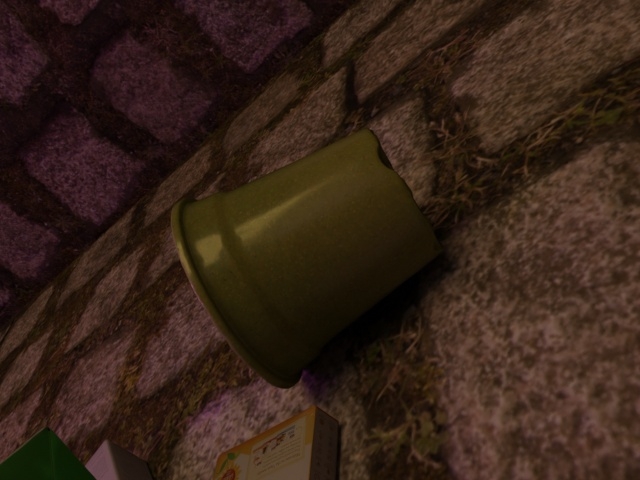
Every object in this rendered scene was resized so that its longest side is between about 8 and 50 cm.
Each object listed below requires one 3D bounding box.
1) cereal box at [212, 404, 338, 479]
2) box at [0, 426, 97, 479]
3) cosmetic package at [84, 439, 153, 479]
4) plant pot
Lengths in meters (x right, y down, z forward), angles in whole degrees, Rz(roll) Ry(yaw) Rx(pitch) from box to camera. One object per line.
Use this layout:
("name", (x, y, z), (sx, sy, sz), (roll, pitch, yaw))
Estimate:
("cereal box", (-0.062, 0.310, 0.645), (0.173, 0.047, 0.240), (-34, 29, 29))
("box", (-0.307, 0.382, 0.665), (0.231, 0.262, 0.127), (-41, 1, 14))
("cosmetic package", (-0.285, 0.385, 0.858), (0.117, 0.085, 0.231), (-53, 27, -8))
("plant pot", (0.000, 0.000, 0.777), (0.254, 0.276, 0.276), (-32, 28, 8))
